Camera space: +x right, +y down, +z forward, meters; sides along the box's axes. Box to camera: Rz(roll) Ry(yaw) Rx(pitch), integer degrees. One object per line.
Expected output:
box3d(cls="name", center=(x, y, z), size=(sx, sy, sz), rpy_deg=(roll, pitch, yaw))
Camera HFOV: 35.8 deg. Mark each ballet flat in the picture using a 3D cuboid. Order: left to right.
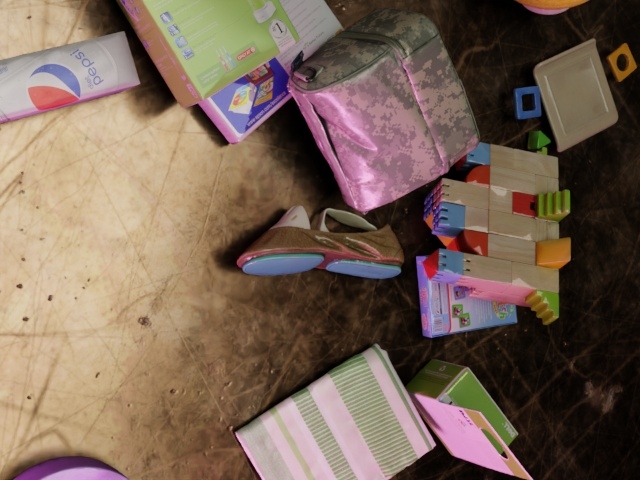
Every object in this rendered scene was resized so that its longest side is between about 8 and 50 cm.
box3d(cls="ballet flat", center=(0.000, 0.000, 1.802), size=(0.342, 0.116, 0.124), rpy_deg=(2, 69, -27))

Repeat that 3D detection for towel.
box3d(cls="towel", center=(0.034, 0.370, 1.842), size=(0.324, 0.038, 0.248), rpy_deg=(-31, 99, -19))

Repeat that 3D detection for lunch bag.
box3d(cls="lunch bag", center=(0.100, -0.229, 1.753), size=(0.256, 0.212, 0.305), rpy_deg=(-40, 126, -20))

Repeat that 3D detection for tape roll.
box3d(cls="tape roll", center=(-0.403, 0.494, 1.601), size=(0.274, 0.090, 0.275), rpy_deg=(0, 90, -26))

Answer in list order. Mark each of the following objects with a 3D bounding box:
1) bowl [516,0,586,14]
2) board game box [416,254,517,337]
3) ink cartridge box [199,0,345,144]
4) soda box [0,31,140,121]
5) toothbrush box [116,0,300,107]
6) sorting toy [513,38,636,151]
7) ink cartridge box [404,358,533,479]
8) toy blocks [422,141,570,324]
box3d(cls="bowl", center=(0.461, -0.547, 1.979), size=(0.289, 0.289, 0.156), rpy_deg=(-38, 148, -22))
box3d(cls="board game box", center=(0.294, 0.099, 1.982), size=(0.211, 0.039, 0.160), rpy_deg=(-6, 92, -27))
box3d(cls="ink cartridge box", center=(-0.138, -0.381, 1.746), size=(0.303, 0.072, 0.307), rpy_deg=(-43, 106, -19))
box3d(cls="soda box", center=(-0.441, -0.251, 1.573), size=(0.286, 0.098, 0.091), rpy_deg=(-20, 99, -26))
box3d(cls="toothbrush box", center=(-0.201, -0.391, 1.612), size=(0.206, 0.122, 0.283), rpy_deg=(-37, 106, -20))
box3d(cls="sorting toy", center=(0.535, -0.308, 2.101), size=(0.347, 0.047, 0.196), rpy_deg=(-26, 106, -24))
box3d(cls="ink cartridge box", center=(0.299, 0.335, 1.864), size=(0.097, 0.255, 0.189), rpy_deg=(-44, 109, -20))
box3d(cls="toy blocks", center=(0.319, -0.038, 1.913), size=(0.260, 0.191, 0.382), rpy_deg=(10, 66, -10))
